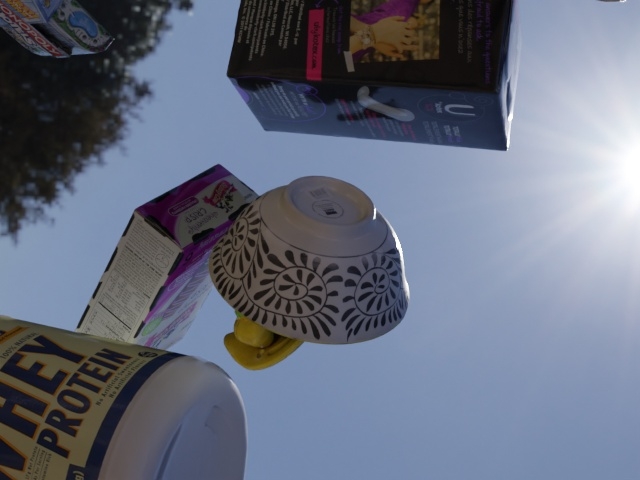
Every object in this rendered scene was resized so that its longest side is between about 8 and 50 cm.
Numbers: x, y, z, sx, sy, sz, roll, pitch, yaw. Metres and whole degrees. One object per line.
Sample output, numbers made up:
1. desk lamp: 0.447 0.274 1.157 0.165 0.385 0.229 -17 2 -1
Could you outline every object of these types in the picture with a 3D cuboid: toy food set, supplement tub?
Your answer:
1. toy food set: -0.037 0.039 1.235 0.128 0.071 0.218 3 -129 55
2. supplement tub: -0.255 0.195 1.016 0.324 0.235 0.236 9 -82 20

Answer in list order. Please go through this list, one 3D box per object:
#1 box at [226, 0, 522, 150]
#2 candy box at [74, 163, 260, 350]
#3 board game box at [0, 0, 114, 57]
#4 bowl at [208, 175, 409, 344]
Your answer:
1. box: 0.062 -0.193 1.133 0.165 0.270 0.143 52 46 -71
2. candy box: -0.173 0.043 1.210 0.071 0.159 0.233 40 -55 9
3. board game box: -0.369 -0.300 1.422 0.194 0.194 0.060 9 -117 47
4. bowl: 0.000 0.000 0.898 0.170 0.170 0.080 54 -41 44
